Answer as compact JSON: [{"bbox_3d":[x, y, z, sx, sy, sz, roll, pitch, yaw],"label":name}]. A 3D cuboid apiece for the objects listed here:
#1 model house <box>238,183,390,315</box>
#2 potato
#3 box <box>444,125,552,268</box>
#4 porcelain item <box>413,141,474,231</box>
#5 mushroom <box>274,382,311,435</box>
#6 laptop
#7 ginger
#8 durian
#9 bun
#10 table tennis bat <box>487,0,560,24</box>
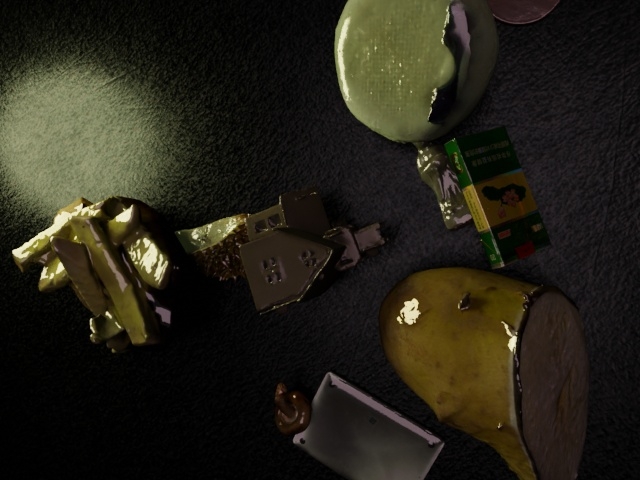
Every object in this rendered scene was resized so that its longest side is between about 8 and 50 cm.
[{"bbox_3d":[0.000,0.000,0.923,0.244,0.211,0.204,-19,89,19],"label":"model house"},{"bbox_3d":[0.276,0.217,0.878,0.296,0.289,0.397,3,135,44],"label":"potato"},{"bbox_3d":[0.315,-0.079,0.882,0.132,0.034,0.234,-19,86,-27],"label":"box"},{"bbox_3d":[0.229,-0.127,0.934,0.081,0.069,0.215,-30,79,20],"label":"porcelain item"},{"bbox_3d":[-0.057,0.339,1.022,0.088,0.073,0.129,38,140,50],"label":"mushroom"},{"bbox_3d":[0.090,0.410,1.017,0.269,0.015,0.187,28,101,14],"label":"laptop"},{"bbox_3d":[-0.466,0.082,1.020,0.414,0.211,0.357,21,104,42],"label":"ginger"},{"bbox_3d":[-0.225,0.010,1.052,0.252,0.144,0.139,-20,65,21],"label":"durian"},{"bbox_3d":[0.175,-0.328,0.879,0.294,0.187,0.292,15,117,32],"label":"bun"},{"bbox_3d":[0.394,-0.520,0.887,0.154,0.021,0.274,30,102,13],"label":"table tennis bat"}]
